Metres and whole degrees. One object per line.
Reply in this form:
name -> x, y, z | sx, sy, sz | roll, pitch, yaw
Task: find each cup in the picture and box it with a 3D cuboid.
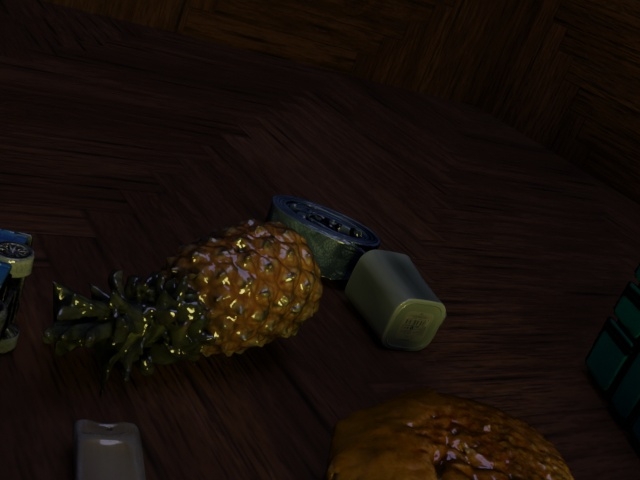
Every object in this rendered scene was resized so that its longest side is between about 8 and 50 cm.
cup -> 0.119, 0.088, 1.138 | 0.128, 0.095, 0.129 | 11, 27, -30

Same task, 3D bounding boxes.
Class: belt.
belt -> 0.000, 0.000, 1.242 | 0.190, 0.082, 0.141 | 25, 19, 9

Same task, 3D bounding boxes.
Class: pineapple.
pineapple -> -0.153, 0.076, 0.856 | 0.169, 0.169, 0.340 | 34, 33, 28

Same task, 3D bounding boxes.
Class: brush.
brush -> -0.152, 0.246, 0.579 | 0.060, 0.050, 0.321 | 9, 23, -22

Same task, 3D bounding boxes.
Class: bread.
bread -> 0.114, 0.245, 0.703 | 0.268, 0.146, 0.268 | 15, 21, -6

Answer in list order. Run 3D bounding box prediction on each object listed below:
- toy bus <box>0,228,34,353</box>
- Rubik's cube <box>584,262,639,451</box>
toy bus -> -0.348, 0.073, 0.709 | 0.133, 0.116, 0.234 | 16, 20, -13
Rubik's cube -> 0.599, 0.180, 1.120 | 0.293, 0.288, 0.283 | 14, 24, -13
